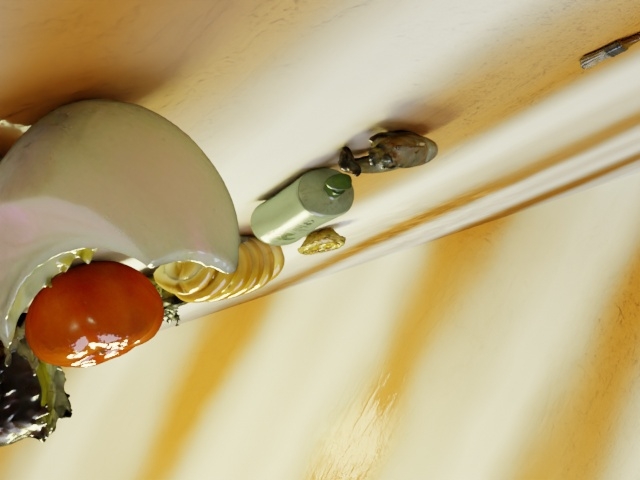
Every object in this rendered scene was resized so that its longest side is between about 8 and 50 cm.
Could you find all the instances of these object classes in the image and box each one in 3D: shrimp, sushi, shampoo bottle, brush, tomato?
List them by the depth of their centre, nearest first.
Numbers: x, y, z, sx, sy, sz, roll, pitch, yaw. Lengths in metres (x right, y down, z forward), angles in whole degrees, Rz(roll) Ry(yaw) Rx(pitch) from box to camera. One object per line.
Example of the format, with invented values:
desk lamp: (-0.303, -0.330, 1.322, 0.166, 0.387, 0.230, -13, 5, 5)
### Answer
brush: (0.441, -0.279, 1.151, 0.170, 0.014, 0.043, -23, 173, 32)
shrimp: (0.088, -0.131, 1.279, 0.145, 0.059, 0.254, -11, -178, 32)
shampoo bottle: (-0.019, -0.062, 1.402, 0.118, 0.087, 0.234, -8, 169, -33)
tomato: (-0.420, 0.134, 1.557, 0.260, 0.180, 0.260, -20, 173, -3)
sushi: (-0.717, 0.310, 1.780, 0.294, 0.299, 0.281, -14, -160, -4)
sushi: (-0.400, 0.141, 1.887, 0.139, 0.131, 0.291, -11, 180, -42)

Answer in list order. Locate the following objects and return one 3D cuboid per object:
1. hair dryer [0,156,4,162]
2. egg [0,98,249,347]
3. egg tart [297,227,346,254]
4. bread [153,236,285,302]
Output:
hair dryer: (-0.401, -0.044, 0.825, 0.183, 0.044, 0.155, -17, 171, 23)
egg: (-0.218, -0.043, 0.770, 0.271, 0.206, 0.161, -11, 137, 11)
egg tart: (0.000, 0.000, 2.080, 0.129, 0.049, 0.129, -13, 168, -3)
bread: (-0.195, 0.062, 1.790, 0.173, 0.121, 0.311, -23, 172, 30)
